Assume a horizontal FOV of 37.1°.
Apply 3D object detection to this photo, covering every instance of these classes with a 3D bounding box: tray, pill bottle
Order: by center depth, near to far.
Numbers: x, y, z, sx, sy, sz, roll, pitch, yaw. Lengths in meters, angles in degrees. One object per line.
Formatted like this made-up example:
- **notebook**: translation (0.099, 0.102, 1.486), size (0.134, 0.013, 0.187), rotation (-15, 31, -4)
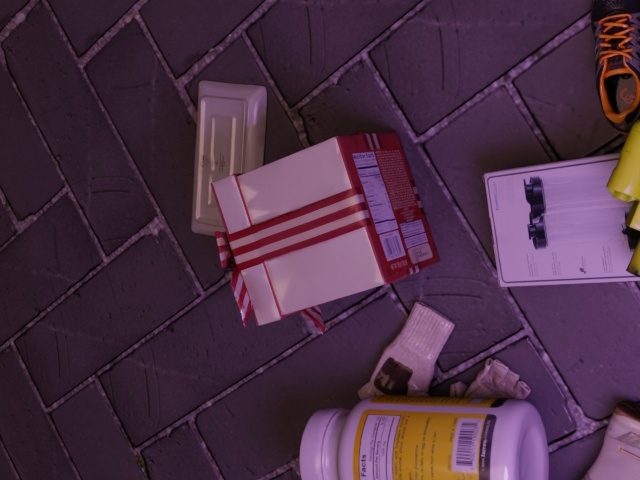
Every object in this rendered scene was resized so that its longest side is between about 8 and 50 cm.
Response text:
- **pill bottle**: translation (0.147, 0.320, 1.390), size (0.334, 0.188, 0.188), rotation (-3, 95, 30)
- **tray**: translation (-0.165, -0.135, 1.640), size (0.145, 0.030, 0.270), rotation (10, 102, 30)

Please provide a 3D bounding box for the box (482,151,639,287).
- **box**: translation (0.366, -0.030, 1.268), size (0.290, 0.087, 0.169), rotation (-7, 93, 46)

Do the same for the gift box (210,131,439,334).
- **gift box**: translation (0.000, 0.000, 1.434), size (0.258, 0.255, 0.276), rotation (-18, 84, 29)

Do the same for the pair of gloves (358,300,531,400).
- **pair of gloves**: translation (0.190, 0.238, 1.477), size (0.240, 0.042, 0.204), rotation (39, 114, 19)

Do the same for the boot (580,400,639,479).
- **boot**: translation (0.473, 0.339, 1.307), size (0.213, 0.077, 0.165), rotation (30, 112, 25)

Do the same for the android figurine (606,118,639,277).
- **android figurine**: translation (0.466, -0.064, 1.101), size (0.248, 0.056, 0.273), rotation (24, 100, 6)

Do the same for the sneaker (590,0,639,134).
- **sneaker**: translation (0.399, -0.247, 1.262), size (0.084, 0.083, 0.215), rotation (-9, 91, 33)
